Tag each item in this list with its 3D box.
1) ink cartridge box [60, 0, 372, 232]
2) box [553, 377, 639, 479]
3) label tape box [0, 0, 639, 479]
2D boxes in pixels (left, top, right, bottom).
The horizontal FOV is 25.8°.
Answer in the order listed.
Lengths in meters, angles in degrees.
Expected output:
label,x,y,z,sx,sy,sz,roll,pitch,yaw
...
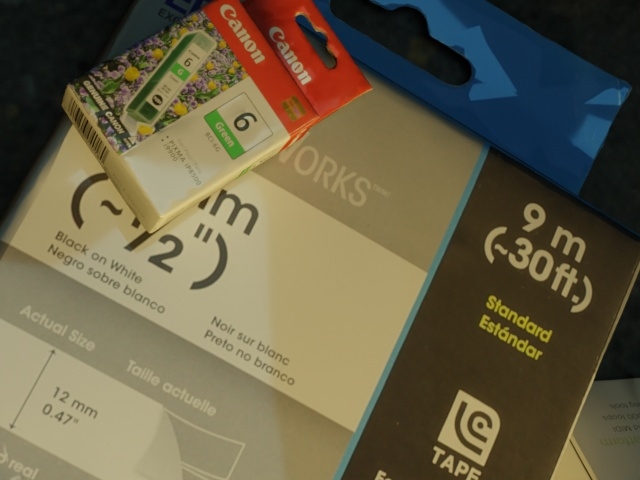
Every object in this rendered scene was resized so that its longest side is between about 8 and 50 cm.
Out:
label,x,y,z,sx,sy,sz,roll,pitch,yaw
ink cartridge box,-0.036,-0.060,0.546,0.115,0.029,0.063,-34,88,-21
box,0.250,0.182,0.598,0.232,0.058,0.322,-2,41,-20
label tape box,0.000,0.000,0.619,0.249,0.115,0.348,30,73,-11
